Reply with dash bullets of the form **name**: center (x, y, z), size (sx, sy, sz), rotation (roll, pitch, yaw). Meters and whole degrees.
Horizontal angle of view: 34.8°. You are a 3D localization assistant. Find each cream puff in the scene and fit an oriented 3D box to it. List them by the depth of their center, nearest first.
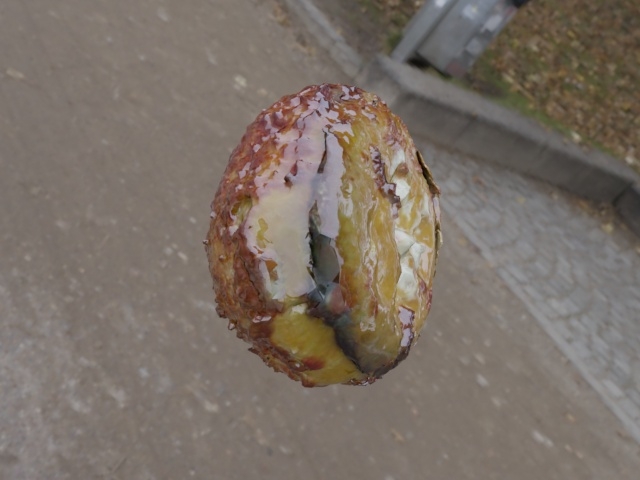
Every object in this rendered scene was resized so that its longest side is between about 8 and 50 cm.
- **cream puff**: center (0.000, 0.001, 0.808), size (0.240, 0.164, 0.239), rotation (-2, 90, -71)
